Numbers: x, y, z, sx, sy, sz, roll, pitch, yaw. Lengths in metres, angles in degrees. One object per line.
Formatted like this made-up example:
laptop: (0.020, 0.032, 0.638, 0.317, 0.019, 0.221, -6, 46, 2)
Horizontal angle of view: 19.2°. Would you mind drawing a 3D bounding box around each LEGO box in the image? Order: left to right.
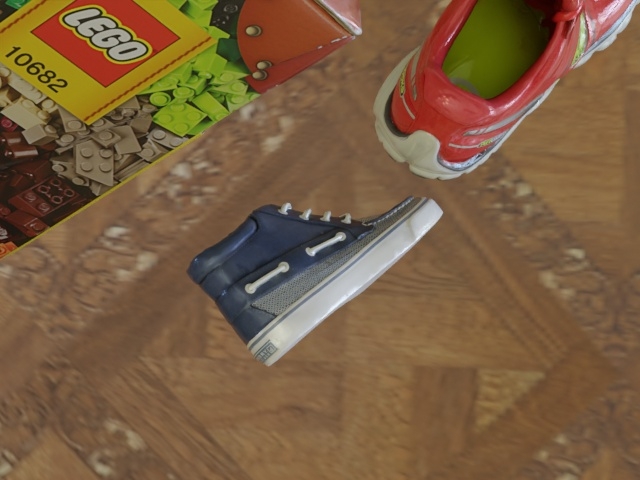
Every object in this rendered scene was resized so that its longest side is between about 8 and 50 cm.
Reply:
LEGO box: (-0.184, -0.250, 1.119, 0.372, 0.500, 0.193, -30, 132, 28)

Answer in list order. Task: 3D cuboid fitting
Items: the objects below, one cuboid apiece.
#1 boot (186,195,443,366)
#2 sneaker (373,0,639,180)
boot: (0.000, 0.000, 1.256, 0.086, 0.069, 0.190, 49, 49, 4)
sneaker: (0.144, -0.153, 1.188, 0.107, 0.118, 0.279, 36, 67, 0)
